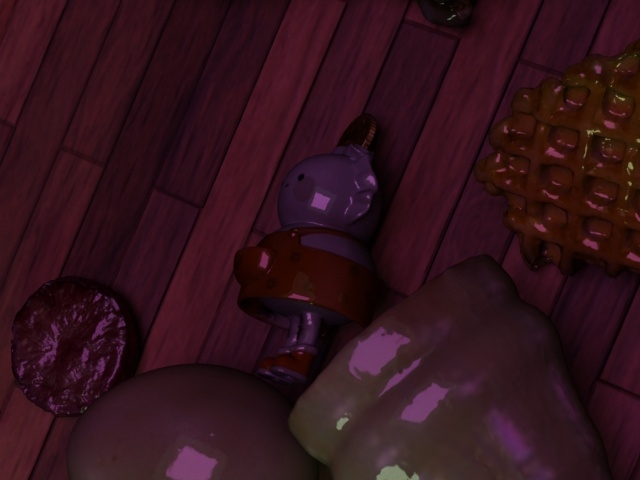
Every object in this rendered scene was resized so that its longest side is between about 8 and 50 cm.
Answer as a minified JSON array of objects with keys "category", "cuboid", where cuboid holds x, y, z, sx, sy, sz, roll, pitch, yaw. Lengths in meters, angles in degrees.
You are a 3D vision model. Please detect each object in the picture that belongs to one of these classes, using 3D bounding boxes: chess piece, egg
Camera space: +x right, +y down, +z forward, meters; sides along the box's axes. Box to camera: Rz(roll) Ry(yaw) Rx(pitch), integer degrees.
[{"category":"chess piece","cuboid":[0.199,0.240,1.140,0.234,0.234,0.442,-45,73,9]},{"category":"egg","cuboid":[-0.122,0.208,1.275,0.253,0.188,0.189,-1,82,29]}]

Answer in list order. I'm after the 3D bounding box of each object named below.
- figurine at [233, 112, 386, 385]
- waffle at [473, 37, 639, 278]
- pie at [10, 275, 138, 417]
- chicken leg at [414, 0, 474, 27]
[{"category":"figurine","cuboid":[0.007,0.006,1.299,0.143,0.143,0.271,21,65,23]},{"category":"waffle","cuboid":[0.270,-0.038,1.172,0.291,0.051,0.291,17,128,23]},{"category":"pie","cuboid":[-0.254,0.108,1.422,0.154,0.036,0.154,-3,81,21]},{"category":"chicken leg","cuboid":[-0.019,-0.306,1.351,0.429,0.152,0.201,20,102,15]}]
